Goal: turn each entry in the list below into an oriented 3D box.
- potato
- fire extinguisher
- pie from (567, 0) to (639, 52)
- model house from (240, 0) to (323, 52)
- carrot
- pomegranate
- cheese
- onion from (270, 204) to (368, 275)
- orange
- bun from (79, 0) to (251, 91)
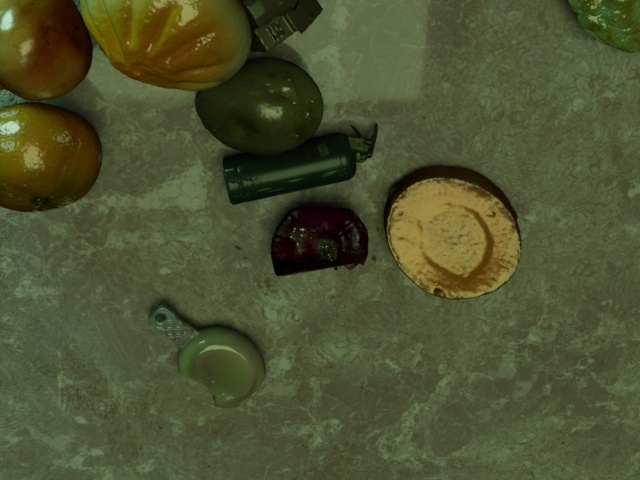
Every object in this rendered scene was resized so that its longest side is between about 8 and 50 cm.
[{"bbox_3d":[-0.112,-0.247,1.709,0.235,0.160,0.177,9,93,-3],"label":"potato"},{"bbox_3d":[-0.032,-0.152,1.799,0.311,0.114,0.095,-11,161,-3],"label":"fire extinguisher"},{"bbox_3d":[0.597,-0.495,1.736,0.257,0.105,0.274,13,113,-24],"label":"pie"},{"bbox_3d":[-0.049,-0.467,1.625,0.248,0.176,0.180,-40,115,-8],"label":"model house"},{"bbox_3d":[0.269,-0.018,1.907,0.307,0.100,0.258,32,103,-19],"label":"carrot"},{"bbox_3d":[-0.486,-0.335,1.578,0.209,0.209,0.209,-4,115,-8],"label":"pomegranate"},{"bbox_3d":[-0.246,0.233,1.952,0.286,0.082,0.163,40,102,-21],"label":"cheese"},{"bbox_3d":[0.000,0.000,1.808,0.195,0.218,0.139,0,88,-3],"label":"onion"},{"bbox_3d":[-0.510,-0.142,1.653,0.240,0.240,0.171,-6,73,-7],"label":"orange"},{"bbox_3d":[-0.271,-0.343,1.550,0.299,0.299,0.164,30,69,-21],"label":"bun"}]
